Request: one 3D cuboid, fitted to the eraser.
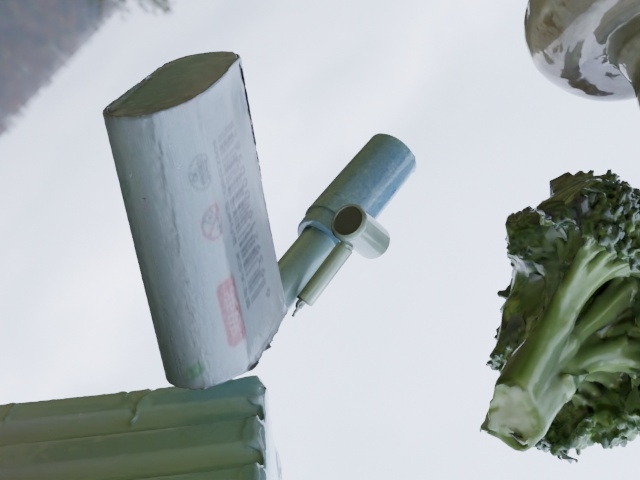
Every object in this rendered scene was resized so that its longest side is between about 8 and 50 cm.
[{"bbox_3d":[-0.093,-0.019,1.116,0.081,0.227,0.174,-5,-159,16],"label":"eraser"}]

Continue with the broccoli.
[{"bbox_3d":[0.312,0.102,1.546,0.302,0.249,0.375,-80,179,-49],"label":"broccoli"}]

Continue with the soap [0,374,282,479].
[{"bbox_3d":[-0.205,0.224,1.093,0.347,0.115,0.208,-6,-147,1],"label":"soap"}]

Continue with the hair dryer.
[{"bbox_3d":[0.014,0.027,1.358,0.038,0.063,0.124,36,-91,35],"label":"hair dryer"}]

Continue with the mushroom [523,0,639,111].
[{"bbox_3d":[0.340,-0.213,1.445,0.243,0.243,0.243,-38,-159,18],"label":"mushroom"}]

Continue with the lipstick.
[{"bbox_3d":[0.000,0.000,1.406,0.274,0.061,0.068,-50,179,-29],"label":"lipstick"}]
